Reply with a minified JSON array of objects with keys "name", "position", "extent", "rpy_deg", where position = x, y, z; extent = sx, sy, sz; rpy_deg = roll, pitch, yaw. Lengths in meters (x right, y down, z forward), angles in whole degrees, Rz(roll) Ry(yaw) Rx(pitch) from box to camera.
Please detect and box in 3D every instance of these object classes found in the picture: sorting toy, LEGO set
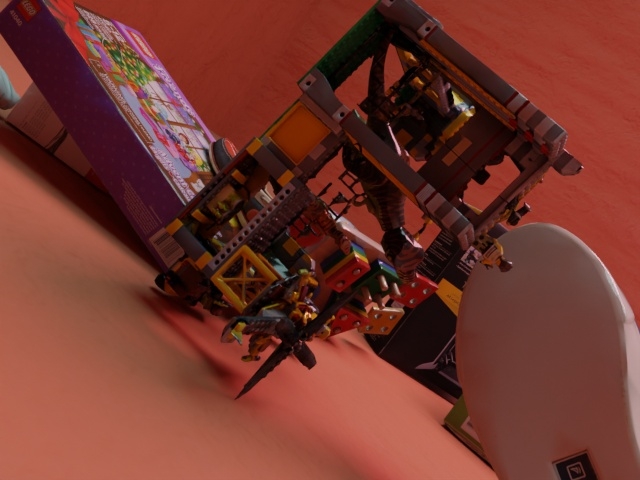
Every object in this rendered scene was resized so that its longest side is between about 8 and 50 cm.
[{"name":"sorting toy","position":[0.028,0.060,0.785],"extent":[0.274,0.132,0.046],"rpy_deg":[31,30,-41]},{"name":"LEGO set","position":[0.053,-0.009,0.547],"extent":[0.192,0.331,0.255],"rpy_deg":[46,-6,19]}]

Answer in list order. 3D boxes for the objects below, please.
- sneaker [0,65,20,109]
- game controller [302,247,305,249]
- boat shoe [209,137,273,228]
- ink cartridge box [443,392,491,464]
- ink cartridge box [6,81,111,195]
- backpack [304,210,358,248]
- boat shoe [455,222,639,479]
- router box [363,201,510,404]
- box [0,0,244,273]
[{"name":"sneaker","position":[-0.375,-0.186,0.738],"extent":[0.152,0.053,0.061],"rpy_deg":[46,0,30]},{"name":"game controller","position":[-0.120,-0.016,0.923],"extent":[0.166,0.067,0.319],"rpy_deg":[8,24,-49]},{"name":"boat shoe","position":[-0.073,-0.058,0.697],"extent":[0.049,0.043,0.137],"rpy_deg":[32,25,-55]},{"name":"ink cartridge box","position":[0.274,0.189,0.888],"extent":[0.097,0.189,0.255],"rpy_deg":[37,3,25]},{"name":"ink cartridge box","position":[-0.260,-0.112,0.764],"extent":[0.135,0.056,0.099],"rpy_deg":[37,5,-2]},{"name":"backpack","position":[0.000,0.000,1.213],"extent":[0.152,0.115,0.182],"rpy_deg":[35,1,13]},{"name":"boat shoe","position":[0.194,0.158,0.467],"extent":[0.158,0.127,0.341],"rpy_deg":[39,37,-42]},{"name":"router box","position":[0.256,0.130,1.000],"extent":[0.309,0.243,0.081],"rpy_deg":[36,5,-19]},{"name":"box","position":[-0.171,-0.104,0.698],"extent":[0.293,0.057,0.201],"rpy_deg":[54,13,4]}]
